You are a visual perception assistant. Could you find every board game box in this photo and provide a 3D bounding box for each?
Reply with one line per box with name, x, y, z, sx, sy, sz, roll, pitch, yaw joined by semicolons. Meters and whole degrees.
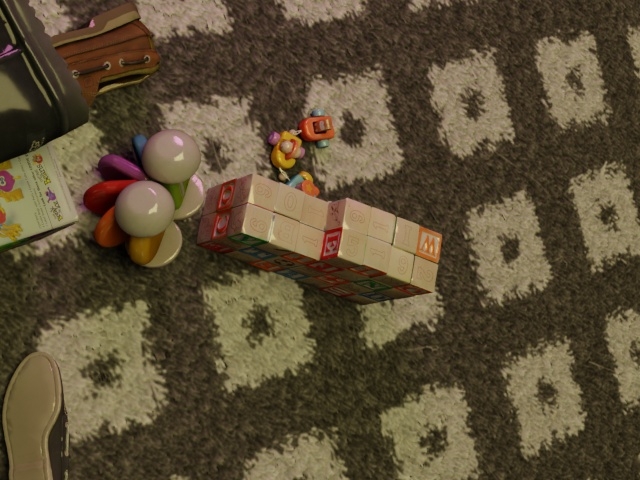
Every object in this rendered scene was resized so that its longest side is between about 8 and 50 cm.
board game box;-0.450;-0.036;1.426;0.275;0.142;0.144;-21;92;-36

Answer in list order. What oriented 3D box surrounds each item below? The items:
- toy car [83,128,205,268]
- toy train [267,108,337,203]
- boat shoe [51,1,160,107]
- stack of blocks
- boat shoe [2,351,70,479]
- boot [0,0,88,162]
toy car;-0.234;-0.062;1.599;0.136;0.159;0.182;20;67;8
toy train;-0.012;-0.114;1.803;0.125;0.046;0.166;-2;83;-35
boat shoe;-0.327;-0.203;1.561;0.307;0.110;0.104;-35;101;-34
stack of blocks;0.000;0.000;1.716;0.297;0.171;0.087;21;70;-30
boat shoe;-0.345;0.242;1.515;0.065;0.075;0.206;48;39;-71
boot;-0.517;-0.175;1.271;0.445;0.146;0.367;-34;86;-32
